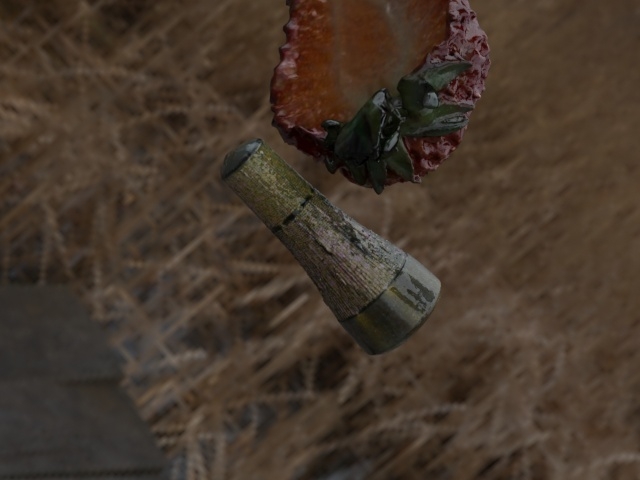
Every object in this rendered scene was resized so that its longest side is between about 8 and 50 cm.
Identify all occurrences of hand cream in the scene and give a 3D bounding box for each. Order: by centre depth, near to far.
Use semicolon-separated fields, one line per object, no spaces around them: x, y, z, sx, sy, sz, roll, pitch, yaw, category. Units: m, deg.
0.000;0.000;1.342;0.203;0.084;0.084;43;12;-13;hand cream

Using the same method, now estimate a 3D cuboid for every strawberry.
0.054;-0.136;1.359;0.106;0.188;0.286;42;25;-35;strawberry
